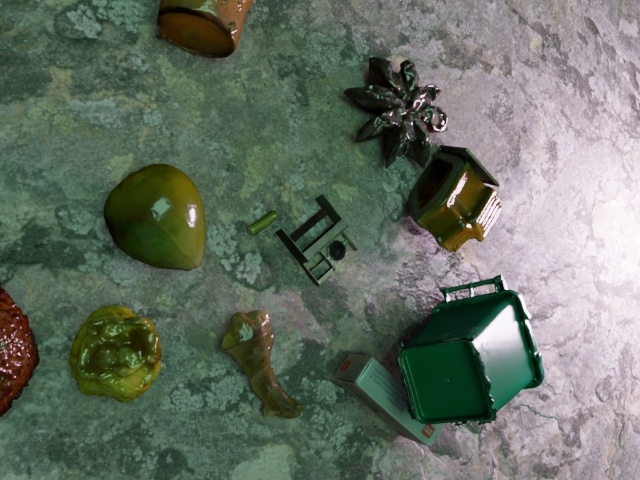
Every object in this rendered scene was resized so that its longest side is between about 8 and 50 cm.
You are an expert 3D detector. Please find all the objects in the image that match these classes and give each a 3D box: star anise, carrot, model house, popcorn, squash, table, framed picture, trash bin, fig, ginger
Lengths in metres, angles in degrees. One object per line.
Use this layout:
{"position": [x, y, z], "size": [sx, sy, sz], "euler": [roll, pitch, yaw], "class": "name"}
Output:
{"position": [0.216, -0.348, 1.570], "size": [0.332, 0.118, 0.331], "euler": [7, 76, -28], "class": "star anise"}
{"position": [-0.241, -0.615, 1.332], "size": [0.224, 0.224, 0.340], "euler": [19, 79, -22], "class": "carrot"}
{"position": [0.372, -0.084, 1.592], "size": [0.239, 0.173, 0.268], "euler": [42, 73, -23], "class": "model house"}
{"position": [-0.408, 0.232, 1.179], "size": [0.198, 0.155, 0.197], "euler": [-1, 94, -18], "class": "popcorn"}
{"position": [-0.136, -0.045, 1.411], "size": [0.083, 0.027, 0.027], "euler": [-37, 99, -24], "class": "squash"}
{"position": [0.000, 0.000, 1.452], "size": [0.146, 0.062, 0.175], "euler": [-42, 98, -24], "class": "table"}
{"position": [0.403, -0.206, 1.599], "size": [0.136, 0.201, 0.010], "euler": [43, 93, -14], "class": "framed picture"}
{"position": [0.357, 0.265, 1.406], "size": [0.381, 0.259, 0.295], "euler": [-13, 87, -59], "class": "trash bin"}
{"position": [-0.344, -0.039, 1.230], "size": [0.207, 0.207, 0.230], "euler": [-18, 125, -26], "class": "fig"}
{"position": [-0.127, 0.287, 1.347], "size": [0.131, 0.086, 0.294], "euler": [-38, 108, -34], "class": "ginger"}

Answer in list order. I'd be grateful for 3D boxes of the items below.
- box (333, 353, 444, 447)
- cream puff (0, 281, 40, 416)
{"position": [0.169, 0.390, 1.436], "size": [0.269, 0.135, 0.079], "euler": [43, 70, -14], "class": "box"}
{"position": [-0.674, 0.212, 1.016], "size": [0.351, 0.229, 0.350], "euler": [3, 82, -22], "class": "cream puff"}
